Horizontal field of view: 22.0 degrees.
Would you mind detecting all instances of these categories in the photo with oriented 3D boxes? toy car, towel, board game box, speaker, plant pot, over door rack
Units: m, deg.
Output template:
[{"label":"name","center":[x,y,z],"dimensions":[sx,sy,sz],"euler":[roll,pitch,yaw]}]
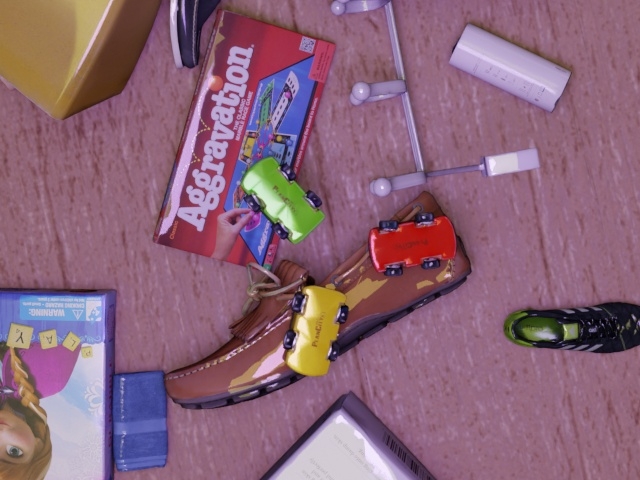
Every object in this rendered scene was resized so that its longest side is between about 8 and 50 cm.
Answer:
[{"label":"toy car","center":[0.000,0.000,1.810],"dimensions":[0.239,0.053,0.225],"euler":[-43,97,-5]},{"label":"towel","center":[-0.216,0.214,1.965],"dimensions":[0.067,0.029,0.119],"euler":[-2,96,-22]},{"label":"board game box","center":[-0.089,-0.114,1.926],"dimensions":[0.145,0.027,0.281],"euler":[15,94,-18]},{"label":"speaker","center":[0.218,-0.200,1.911],"dimensions":[0.136,0.055,0.055],"euler":[25,94,3]},{"label":"plant pot","center":[-0.286,-0.286,1.844],"dimensions":[0.212,0.212,0.187],"euler":[39,109,1]},{"label":"over door rack","center":[0.100,-0.175,1.789],"dimensions":[0.108,0.324,0.239],"euler":[-13,92,-21]},{"label":"board game box","center":[-0.405,0.215,1.968],"dimensions":[0.318,0.066,0.318],"euler":[0,93,5]}]

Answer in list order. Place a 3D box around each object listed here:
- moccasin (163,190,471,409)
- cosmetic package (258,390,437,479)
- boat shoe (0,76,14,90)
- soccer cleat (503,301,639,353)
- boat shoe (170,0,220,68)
[{"label":"moccasin","center":[-0.016,0.071,1.898],"dimensions":[0.380,0.139,0.147],"euler":[-31,89,4]},{"label":"cosmetic package","center":[-0.032,0.389,1.909],"dimensions":[0.385,0.156,0.217],"euler":[-44,89,6]},{"label":"boat shoe","center":[-0.415,-0.241,1.949],"dimensions":[0.170,0.063,0.059],"euler":[36,89,1]},{"label":"soccer cleat","center":[0.302,0.104,1.910],"dimensions":[0.179,0.072,0.060],"euler":[-2,93,4]},{"label":"boat shoe","center":[-0.131,-0.312,1.916],"dimensions":[0.079,0.084,0.233],"euler":[9,91,2]}]
